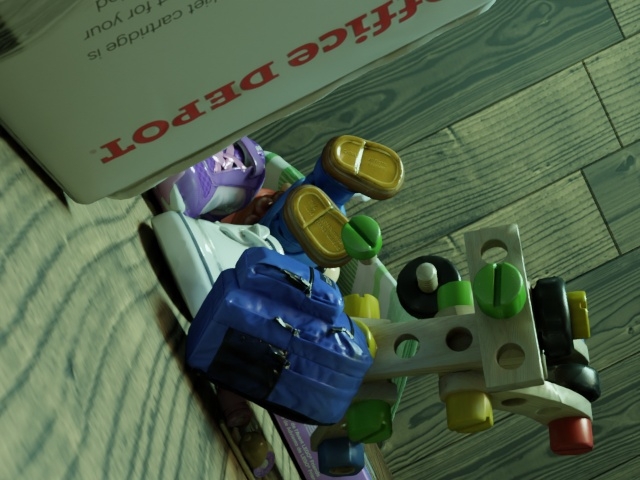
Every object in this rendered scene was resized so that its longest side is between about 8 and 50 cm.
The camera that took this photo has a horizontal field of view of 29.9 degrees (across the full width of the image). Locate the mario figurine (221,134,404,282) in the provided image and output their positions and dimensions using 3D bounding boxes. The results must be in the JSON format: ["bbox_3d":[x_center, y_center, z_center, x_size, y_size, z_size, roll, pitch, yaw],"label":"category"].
[{"bbox_3d":[0.000,0.000,1.244,0.320,0.198,0.170,150,-78,-70],"label":"mario figurine"}]

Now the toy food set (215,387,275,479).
[{"bbox_3d":[-0.056,0.129,0.877,0.078,0.019,0.122,64,1,-16],"label":"toy food set"}]

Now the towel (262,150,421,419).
[{"bbox_3d":[0.006,0.063,1.529,0.325,0.038,0.248,51,-32,31],"label":"towel"}]

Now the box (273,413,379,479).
[{"bbox_3d":[0.018,0.230,1.229,0.293,0.057,0.201,64,0,-3],"label":"box"}]

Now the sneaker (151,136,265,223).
[{"bbox_3d":[-0.104,-0.066,1.105,0.236,0.104,0.095,49,16,-84],"label":"sneaker"}]

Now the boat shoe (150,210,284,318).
[{"bbox_3d":[-0.073,0.019,0.990,0.095,0.084,0.258,64,0,11],"label":"boat shoe"}]

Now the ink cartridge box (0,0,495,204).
[{"bbox_3d":[-0.080,-0.214,0.537,0.166,0.285,0.395,63,0,26],"label":"ink cartridge box"}]

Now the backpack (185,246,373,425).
[{"bbox_3d":[-0.022,0.069,0.831,0.120,0.101,0.098,29,13,-10],"label":"backpack"}]

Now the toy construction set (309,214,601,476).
[{"bbox_3d":[0.079,0.121,0.908,0.257,0.309,0.237,18,-20,15],"label":"toy construction set"}]
